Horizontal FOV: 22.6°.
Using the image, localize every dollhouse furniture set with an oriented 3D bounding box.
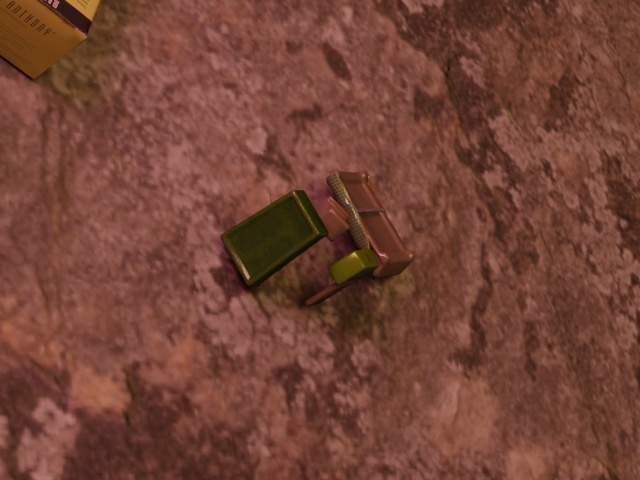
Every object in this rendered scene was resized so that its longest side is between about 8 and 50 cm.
[{"bbox_3d":[0.000,0.000,1.031,0.076,0.058,0.152,60,20,10],"label":"dollhouse furniture set"}]

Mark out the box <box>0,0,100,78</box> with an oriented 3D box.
[{"bbox_3d":[-0.155,-0.211,0.962,0.087,0.058,0.232,36,47,-27],"label":"box"}]
